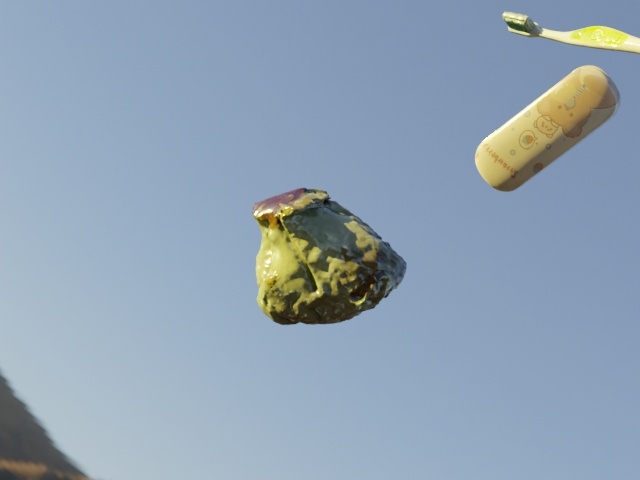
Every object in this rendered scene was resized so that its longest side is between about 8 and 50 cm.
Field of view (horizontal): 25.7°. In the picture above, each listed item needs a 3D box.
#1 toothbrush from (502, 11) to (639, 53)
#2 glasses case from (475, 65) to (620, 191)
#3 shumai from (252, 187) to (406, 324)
[{"bbox_3d":[0.255,-0.173,1.235,0.263,0.022,0.026,25,-14,50],"label":"toothbrush"},{"bbox_3d":[0.288,-0.141,1.783,0.081,0.204,0.051,51,20,3],"label":"glasses case"},{"bbox_3d":[0.006,0.000,1.629,0.184,0.184,0.142,13,-47,44],"label":"shumai"}]
